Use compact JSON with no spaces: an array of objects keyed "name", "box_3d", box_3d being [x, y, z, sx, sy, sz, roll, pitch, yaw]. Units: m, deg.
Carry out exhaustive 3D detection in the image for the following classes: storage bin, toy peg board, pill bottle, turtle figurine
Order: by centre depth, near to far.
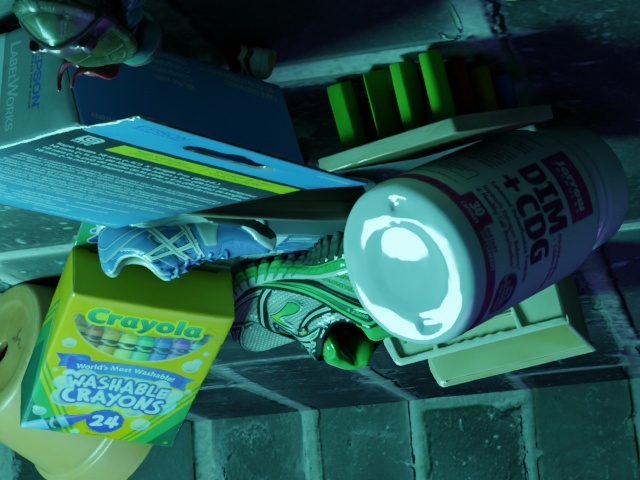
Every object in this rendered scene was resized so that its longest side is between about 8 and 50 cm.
[{"name":"turtle figurine","box_3d":[-0.161,-0.178,1.096,0.175,0.118,0.234,-11,159,28]},{"name":"toy peg board","box_3d":[0.099,-0.124,1.502,0.161,0.079,0.160,-15,179,40]},{"name":"pill bottle","box_3d":[0.169,-0.017,1.590,0.160,0.160,0.283,-18,-176,46]},{"name":"storage bin","box_3d":[0.233,0.112,2.318,0.260,0.123,0.262,-16,165,14]}]

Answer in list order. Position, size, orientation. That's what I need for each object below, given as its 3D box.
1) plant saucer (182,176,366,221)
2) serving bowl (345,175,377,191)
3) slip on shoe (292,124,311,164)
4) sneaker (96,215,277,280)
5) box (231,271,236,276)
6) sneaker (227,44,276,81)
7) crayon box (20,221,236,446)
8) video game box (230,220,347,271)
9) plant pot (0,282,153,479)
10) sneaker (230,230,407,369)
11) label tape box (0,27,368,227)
[{"name":"plant saucer","box_3d":[-0.078,-0.048,1.629,0.277,0.041,0.278,2,-175,0]},{"name":"serving bowl","box_3d":[0.029,-0.054,1.831,0.083,0.027,0.083,-3,167,-1]},{"name":"slip on shoe","box_3d":[-0.076,-0.090,1.623,0.135,0.041,0.051,0,166,-15]},{"name":"sneaker","box_3d":[-0.154,0.007,1.877,0.211,0.081,0.080,2,167,8]},{"name":"box","box_3d":[-0.027,0.065,2.247,0.183,0.059,0.232,0,166,-19]},{"name":"sneaker","box_3d":[-0.064,-0.150,1.417,0.037,0.032,0.083,15,160,-11]},{"name":"crayon box","box_3d":[-0.236,0.121,2.018,0.203,0.083,0.323,10,134,-19]},{"name":"video game box","box_3d":[0.000,0.000,2.015,0.205,0.048,0.187,1,168,-20]},{"name":"plant pot","box_3d":[-0.360,0.186,2.262,0.203,0.291,0.291,26,151,-33]},{"name":"sneaker","box_3d":[-0.010,0.089,1.971,0.134,0.146,0.343,5,164,-31]},{"name":"label tape box","box_3d":[-0.157,-0.097,1.348,0.240,0.106,0.333,14,164,-43]}]
